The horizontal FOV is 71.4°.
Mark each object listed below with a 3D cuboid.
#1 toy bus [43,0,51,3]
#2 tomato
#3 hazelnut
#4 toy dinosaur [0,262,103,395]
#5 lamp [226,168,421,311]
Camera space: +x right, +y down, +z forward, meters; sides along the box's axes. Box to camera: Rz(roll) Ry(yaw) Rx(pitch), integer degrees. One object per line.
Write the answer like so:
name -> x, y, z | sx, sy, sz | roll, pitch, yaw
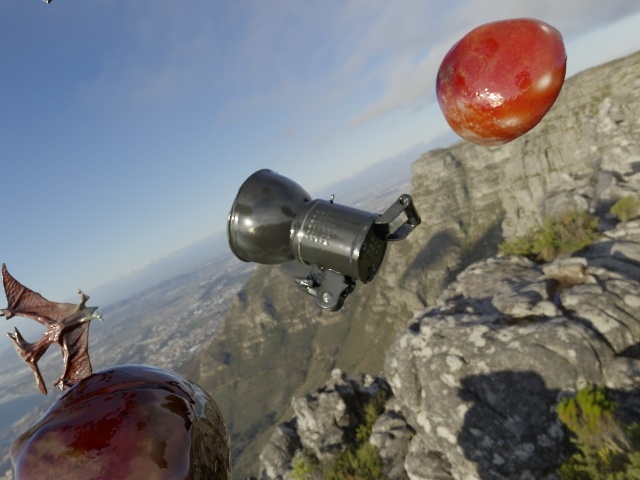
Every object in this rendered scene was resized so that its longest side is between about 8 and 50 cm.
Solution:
toy bus -> -0.454, -0.444, 0.627 | 0.106, 0.090, 0.184 | -55, -12, -3
tomato -> 0.276, -0.270, 0.757 | 0.140, 0.200, 0.233 | 8, 1, -18
hazelnut -> -0.203, 0.240, 0.465 | 0.230, 0.229, 0.229 | -24, 6, 3
toy dinosaur -> -0.319, 0.115, 0.542 | 0.108, 0.220, 0.032 | -36, -2, -14
lamp -> 0.000, 0.000, 0.621 | 0.228, 0.172, 0.147 | 18, -12, 27
